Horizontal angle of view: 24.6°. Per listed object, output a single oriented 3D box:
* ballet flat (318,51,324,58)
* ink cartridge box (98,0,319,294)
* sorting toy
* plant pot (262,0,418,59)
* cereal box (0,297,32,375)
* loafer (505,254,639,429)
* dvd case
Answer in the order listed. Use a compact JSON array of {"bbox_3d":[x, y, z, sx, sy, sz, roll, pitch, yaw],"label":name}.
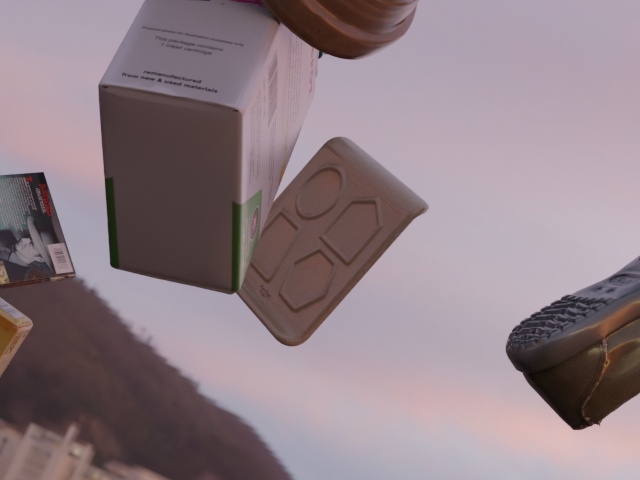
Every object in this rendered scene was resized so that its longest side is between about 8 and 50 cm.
[{"bbox_3d":[-0.124,-0.326,1.768,0.348,0.123,0.123,22,-16,6],"label":"ballet flat"},{"bbox_3d":[-0.084,-0.128,1.231,0.117,0.278,0.201,11,-45,7],"label":"ink cartridge box"},{"bbox_3d":[0.000,0.000,1.566,0.038,0.208,0.193,45,-1,-39],"label":"sorting toy"},{"bbox_3d":[0.025,-0.275,1.179,0.109,0.237,0.237,-24,-45,36],"label":"plant pot"},{"bbox_3d":[-0.398,0.126,1.347,0.173,0.240,0.047,34,7,6],"label":"cereal box"},{"bbox_3d":[0.249,0.052,1.021,0.087,0.251,0.094,67,-10,-10],"label":"loafer"},{"bbox_3d":[-0.240,-0.006,1.068,0.119,0.087,0.013,-9,-15,-44],"label":"dvd case"}]
